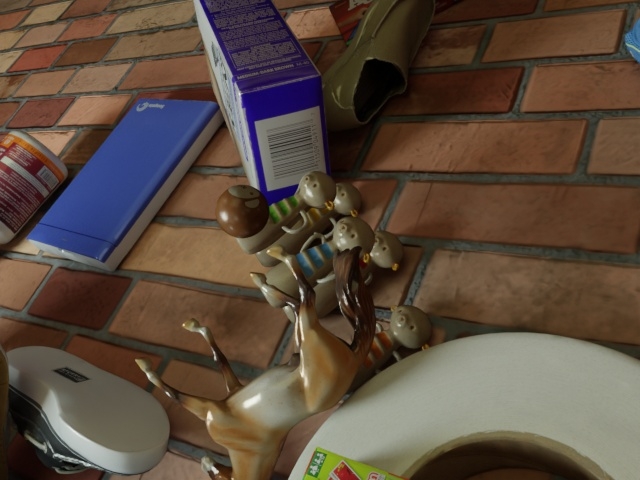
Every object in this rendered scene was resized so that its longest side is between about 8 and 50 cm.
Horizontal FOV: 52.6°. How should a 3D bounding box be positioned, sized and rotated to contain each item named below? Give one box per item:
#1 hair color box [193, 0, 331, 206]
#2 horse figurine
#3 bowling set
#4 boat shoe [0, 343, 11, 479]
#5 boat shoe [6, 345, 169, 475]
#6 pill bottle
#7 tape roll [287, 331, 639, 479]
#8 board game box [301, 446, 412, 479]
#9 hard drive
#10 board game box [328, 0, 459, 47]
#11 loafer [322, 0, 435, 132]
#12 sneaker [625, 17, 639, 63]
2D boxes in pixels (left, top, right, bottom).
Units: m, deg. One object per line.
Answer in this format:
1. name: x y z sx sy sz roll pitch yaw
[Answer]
1. hair color box: -0.088 -0.217 0.906 0.110 0.185 0.339 -14 43 -9
2. horse figurine: -0.043 0.119 0.599 0.263 0.066 0.174 -39 84 8
3. bowling set: 0.000 0.000 0.685 0.154 0.200 0.287 -33 48 -1
4. boat shoe: -0.398 0.220 0.734 0.096 0.098 0.277 46 121 61
5. boat shoe: -0.275 0.209 0.729 0.301 0.108 0.102 13 101 39
6. pill bottle: -0.550 -0.072 1.110 0.121 0.121 0.221 16 62 38
7. tape roll: 0.140 0.251 0.471 0.391 0.072 0.392 -15 47 17
8. board game box: 0.005 0.253 0.466 0.092 0.043 0.181 7 57 35
9. hard drive: -0.316 -0.105 1.060 0.210 0.040 0.319 11 60 37
10. board game box: 0.157 -0.408 1.055 0.281 0.027 0.145 -26 44 9
11. loafer: 0.090 -0.254 0.918 0.092 0.102 0.269 28 80 41
12. sneaker: 0.408 -0.197 0.705 0.126 0.091 0.240 -19 43 41
